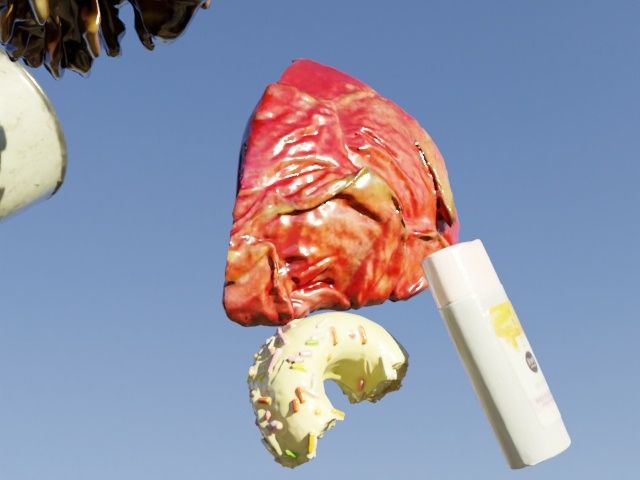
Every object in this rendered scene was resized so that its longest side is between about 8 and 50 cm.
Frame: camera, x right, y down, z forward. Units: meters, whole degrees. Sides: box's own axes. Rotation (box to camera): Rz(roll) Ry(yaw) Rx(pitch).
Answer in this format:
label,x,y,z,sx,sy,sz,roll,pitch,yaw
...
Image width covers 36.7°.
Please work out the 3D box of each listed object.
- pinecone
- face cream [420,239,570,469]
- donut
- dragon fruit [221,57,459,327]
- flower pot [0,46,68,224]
label,x,y,z,sx,sy,sz,roll,pitch,yaw
pinecone,-0.234,-0.378,0.994,0.398,0.397,0.397,-7,-31,-4
face cream,0.153,0.096,0.847,0.057,0.198,0.084,-27,-8,32
donut,0.004,0.112,0.837,0.166,0.108,0.065,-28,-11,-42
dragon fruit,0.000,0.000,1.052,0.302,0.330,0.240,34,-46,5
flower pot,-0.597,-0.114,1.434,0.294,0.330,0.293,18,-52,25
